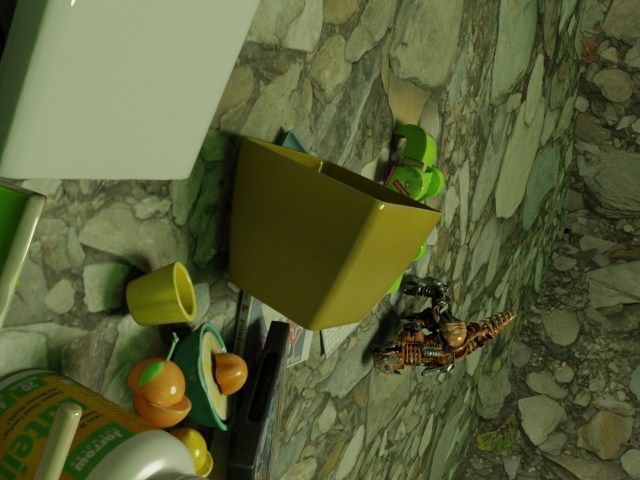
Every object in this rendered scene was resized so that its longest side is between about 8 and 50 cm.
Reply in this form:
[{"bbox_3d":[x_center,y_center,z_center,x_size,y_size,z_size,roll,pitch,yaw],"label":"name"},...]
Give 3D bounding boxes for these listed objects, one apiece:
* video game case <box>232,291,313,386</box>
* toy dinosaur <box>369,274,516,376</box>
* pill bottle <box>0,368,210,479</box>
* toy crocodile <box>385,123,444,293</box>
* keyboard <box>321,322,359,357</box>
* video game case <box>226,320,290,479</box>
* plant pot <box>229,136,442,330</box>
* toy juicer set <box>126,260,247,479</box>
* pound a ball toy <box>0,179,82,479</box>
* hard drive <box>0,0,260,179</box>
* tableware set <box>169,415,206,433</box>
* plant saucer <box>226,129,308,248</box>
[{"bbox_3d":[-0.063,0.123,0.980,0.201,0.023,0.183,-7,111,-58],"label":"video game case"},{"bbox_3d":[0.265,0.207,1.374,0.322,0.218,0.164,4,124,-19],"label":"toy dinosaur"},{"bbox_3d":[-0.202,0.221,0.562,0.136,0.246,0.136,-35,134,-48],"label":"pill bottle"},{"bbox_3d":[0.153,-0.051,1.199,0.115,0.105,0.340,-15,122,-57],"label":"toy crocodile"},{"bbox_3d":[0.075,0.131,1.232,0.256,0.014,0.072,-40,137,-45],"label":"keyboard"},{"bbox_3d":[-0.087,0.296,0.872,0.248,0.035,0.275,-76,175,-56],"label":"video game case"},{"bbox_3d":[0.000,0.000,0.823,0.212,0.212,0.187,3,113,-60],"label":"plant pot"},{"bbox_3d":[-0.128,0.195,0.740,0.329,0.089,0.209,73,4,-47],"label":"toy juicer set"},{"bbox_3d":[-0.276,0.110,0.457,0.208,0.136,0.319,19,88,-25],"label":"pound a ball toy"},{"bbox_3d":[-0.138,-0.218,0.539,0.233,0.047,0.353,-10,129,-62],"label":"hard drive"},{"bbox_3d":[-0.198,0.263,0.825,0.141,0.020,0.168,-62,148,-19],"label":"tableware set"},{"bbox_3d":[-0.074,-0.060,0.871,0.192,0.018,0.067,-65,150,-15],"label":"plant saucer"}]
